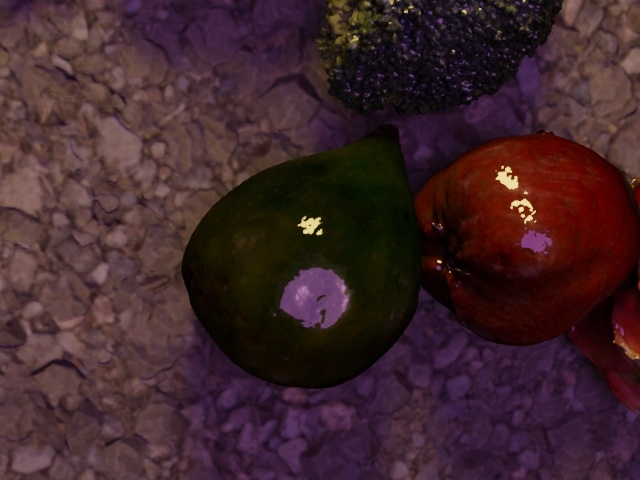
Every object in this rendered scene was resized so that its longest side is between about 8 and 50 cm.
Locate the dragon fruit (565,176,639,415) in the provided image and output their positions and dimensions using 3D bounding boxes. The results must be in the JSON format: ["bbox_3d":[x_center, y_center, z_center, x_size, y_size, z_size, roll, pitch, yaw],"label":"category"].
[{"bbox_3d":[0.321,0.031,0.841,0.126,0.161,0.274,22,96,-13],"label":"dragon fruit"}]

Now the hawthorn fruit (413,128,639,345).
[{"bbox_3d":[0.186,-0.011,0.814,0.202,0.185,0.185,-20,100,-21],"label":"hawthorn fruit"}]

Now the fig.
[{"bbox_3d":[0.000,0.000,0.781,0.195,0.195,0.244,28,86,-11],"label":"fig"}]

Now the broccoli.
[{"bbox_3d":[0.106,-0.205,0.779,0.198,0.226,0.176,26,54,-44],"label":"broccoli"}]
